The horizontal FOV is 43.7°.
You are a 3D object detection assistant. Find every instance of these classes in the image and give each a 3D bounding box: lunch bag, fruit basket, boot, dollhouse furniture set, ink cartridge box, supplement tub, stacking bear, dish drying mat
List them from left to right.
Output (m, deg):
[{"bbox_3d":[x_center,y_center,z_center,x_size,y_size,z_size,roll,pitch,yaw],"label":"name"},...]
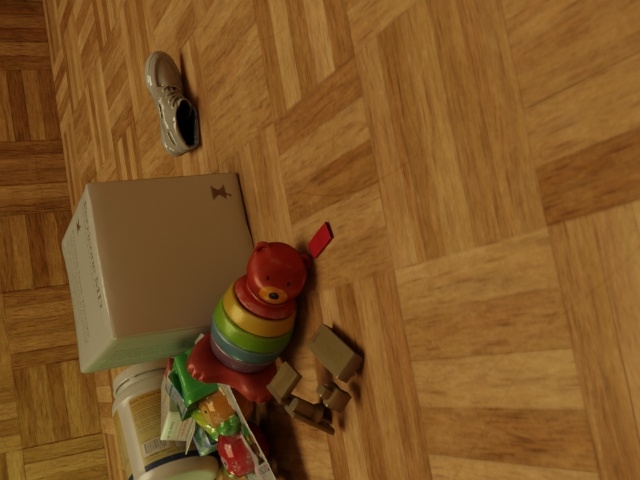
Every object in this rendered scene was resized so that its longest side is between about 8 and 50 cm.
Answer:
[{"bbox_3d":[-0.406,0.486,2.055,0.316,0.228,0.228,67,150,30],"label":"supplement tub"},{"bbox_3d":[-0.344,-0.335,1.912,0.123,0.095,0.259,-4,101,58],"label":"boot"},{"bbox_3d":[-0.336,0.390,1.882,0.198,0.067,0.115,-103,26,-47],"label":"ink cartridge box"},{"bbox_3d":[-0.264,0.420,1.903,0.151,0.096,0.129,62,148,18],"label":"lunch bag"},{"bbox_3d":[-0.199,0.392,1.677,0.353,0.165,0.327,66,160,14],"label":"fruit basket"},{"bbox_3d":[-0.113,0.129,1.471,0.164,0.175,0.289,-79,13,-57],"label":"stacking bear"},{"bbox_3d":[0.000,0.000,1.371,0.083,0.008,0.032,-51,52,54],"label":"dish drying mat"},{"bbox_3d":[0.022,0.244,1.364,0.151,0.123,0.144,-56,35,2],"label":"dollhouse furniture set"}]

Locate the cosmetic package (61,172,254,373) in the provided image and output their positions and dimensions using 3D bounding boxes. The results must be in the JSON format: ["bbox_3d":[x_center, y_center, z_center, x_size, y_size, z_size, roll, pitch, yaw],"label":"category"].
[{"bbox_3d":[-0.359,0.078,1.755,0.393,0.327,0.330,-37,63,59],"label":"cosmetic package"}]
